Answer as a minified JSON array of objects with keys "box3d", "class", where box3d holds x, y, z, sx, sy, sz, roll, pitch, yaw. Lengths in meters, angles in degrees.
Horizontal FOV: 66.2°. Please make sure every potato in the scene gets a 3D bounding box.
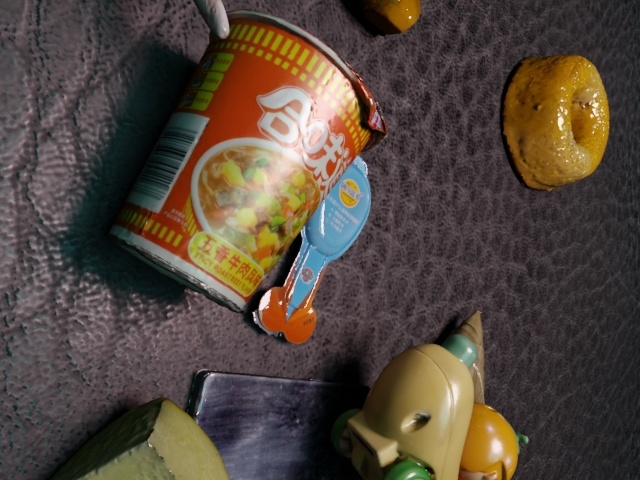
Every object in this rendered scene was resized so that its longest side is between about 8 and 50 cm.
[{"box3d":[-0.151,0.228,0.429,0.120,0.081,0.149,-27,105,4],"class":"potato"}]

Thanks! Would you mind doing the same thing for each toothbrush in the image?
[{"box3d":[-0.138,-0.299,0.412,0.029,0.025,0.307,-16,77,-48],"class":"toothbrush"}]

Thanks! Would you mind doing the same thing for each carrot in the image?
[{"box3d":[0.062,-0.344,0.620,0.173,0.082,0.082,45,61,-30],"class":"carrot"}]

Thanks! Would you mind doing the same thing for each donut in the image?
[{"box3d":[0.467,-0.231,0.951,0.277,0.108,0.278,1,89,-41],"class":"donut"}]

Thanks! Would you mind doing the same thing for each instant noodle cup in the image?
[{"box3d":[-0.071,-0.055,0.442,0.193,0.193,0.212,39,72,-33],"class":"instant noodle cup"}]

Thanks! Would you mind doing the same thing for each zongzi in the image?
[{"box3d":[0.229,0.229,0.757,0.178,0.081,0.189,-40,118,-40],"class":"zongzi"}]

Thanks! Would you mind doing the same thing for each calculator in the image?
[{"box3d":[-0.039,0.235,0.556,0.261,0.021,0.161,20,75,-39],"class":"calculator"}]

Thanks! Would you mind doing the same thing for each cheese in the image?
[{"box3d":[0.000,0.000,0.587,0.106,0.037,0.256,38,66,-33],"class":"cheese"}]

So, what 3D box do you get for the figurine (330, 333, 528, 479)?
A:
[{"box3d":[0.145,0.270,0.599,0.222,0.124,0.325,-25,114,-23],"class":"figurine"}]
